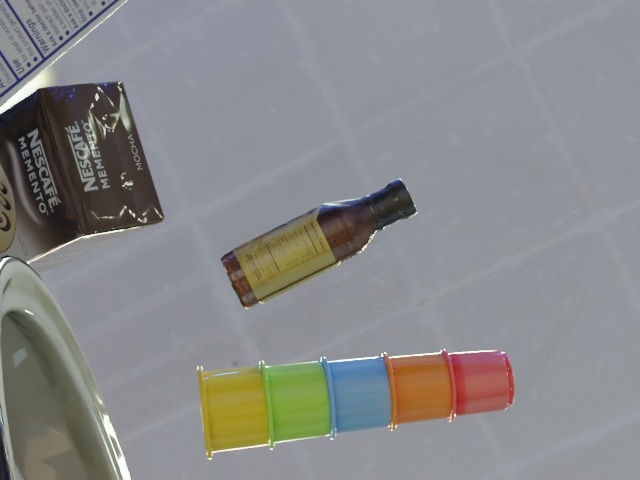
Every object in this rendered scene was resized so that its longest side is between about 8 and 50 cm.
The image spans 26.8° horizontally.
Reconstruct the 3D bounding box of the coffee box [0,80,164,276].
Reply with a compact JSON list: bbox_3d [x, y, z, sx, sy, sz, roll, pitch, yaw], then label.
[{"bbox_3d":[-0.329,-0.053,1.529,0.297,0.119,0.168,-22,-97,43],"label":"coffee box"}]

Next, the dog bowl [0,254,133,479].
[{"bbox_3d":[-0.207,0.224,0.866,0.150,0.408,0.407,-17,-93,-2],"label":"dog bowl"}]

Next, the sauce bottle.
[{"bbox_3d":[0.000,0.000,0.863,0.128,0.042,0.042,-26,-95,-5],"label":"sauce bottle"}]

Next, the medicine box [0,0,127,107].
[{"bbox_3d":[-0.296,-0.291,1.158,0.149,0.289,0.263,10,-42,49],"label":"medicine box"}]

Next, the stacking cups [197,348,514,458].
[{"bbox_3d":[0.037,0.157,1.352,0.316,0.096,0.096,-6,-89,-4],"label":"stacking cups"}]
